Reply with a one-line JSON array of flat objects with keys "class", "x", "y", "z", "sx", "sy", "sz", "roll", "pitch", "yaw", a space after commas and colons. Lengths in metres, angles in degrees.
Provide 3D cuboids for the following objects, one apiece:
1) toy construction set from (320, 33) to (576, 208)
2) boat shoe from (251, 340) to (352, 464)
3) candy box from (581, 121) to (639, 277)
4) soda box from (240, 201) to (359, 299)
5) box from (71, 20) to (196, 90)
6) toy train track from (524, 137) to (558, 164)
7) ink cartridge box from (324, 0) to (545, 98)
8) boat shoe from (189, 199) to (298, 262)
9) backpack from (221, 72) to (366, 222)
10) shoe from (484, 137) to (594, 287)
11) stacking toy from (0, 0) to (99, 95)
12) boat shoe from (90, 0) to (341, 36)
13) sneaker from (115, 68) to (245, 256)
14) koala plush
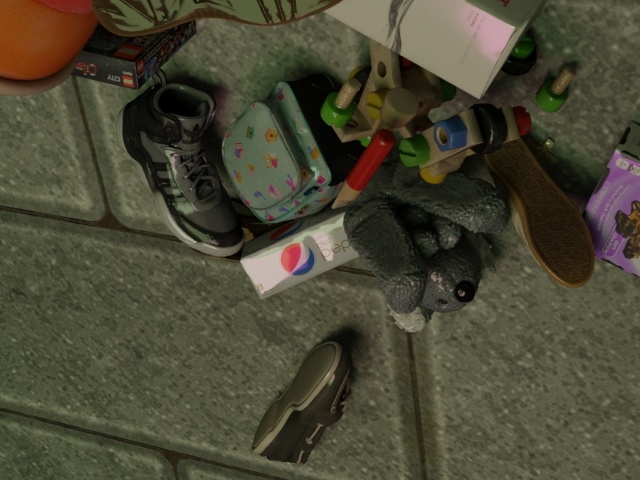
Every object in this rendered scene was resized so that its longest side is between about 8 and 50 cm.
[{"class": "toy construction set", "x": 0.095, "y": -0.137, "z": 1.622, "sx": 0.257, "sy": 0.309, "sz": 0.237, "roll": 41, "pitch": 140, "yaw": 6}, {"class": "boat shoe", "x": -0.006, "y": 0.260, "z": 2.128, "sx": 0.095, "sy": 0.112, "sz": 0.335, "roll": 23, "pitch": 142, "yaw": -12}, {"class": "candy box", "x": 0.428, "y": -0.027, "z": 1.657, "sx": 0.196, "sy": 0.070, "sz": 0.165, "roll": 27, "pitch": 134, "yaw": 10}, {"class": "soda box", "x": 0.000, "y": 0.000, "z": 1.863, "sx": 0.216, "sy": 0.074, "sz": 0.069, "roll": -25, "pitch": 106, "yaw": 12}, {"class": "box", "x": -0.307, "y": -0.281, "z": 1.819, "sx": 0.233, "sy": 0.159, "sz": 0.044, "roll": 14, "pitch": 131, "yaw": 19}, {"class": "toy train track", "x": 0.272, "y": -0.100, "z": 1.730, "sx": 0.048, "sy": 0.014, "sz": 0.083, "roll": 36, "pitch": 135, "yaw": 0}, {"class": "ink cartridge box", "x": 0.114, "y": -0.311, "z": 1.515, "sx": 0.283, "sy": 0.207, "sz": 0.117, "roll": 31, "pitch": 136, "yaw": 6}, {"class": "boat shoe", "x": -0.075, "y": 0.006, "z": 1.959, "sx": 0.257, "sy": 0.095, "sz": 0.095, "roll": 5, "pitch": 127, "yaw": 27}, {"class": "backpack", "x": -0.046, "y": -0.111, "z": 1.810, "sx": 0.166, "sy": 0.144, "sz": 0.188, "roll": 62, "pitch": 146, "yaw": 10}, {"class": "shoe", "x": 0.275, "y": -0.037, "z": 1.689, "sx": 0.219, "sy": 0.076, "sz": 0.058, "roll": 63, "pitch": -179, "yaw": 15}, {"class": "stacking toy", "x": -0.265, "y": -0.407, "z": 1.535, "sx": 0.480, "sy": 0.350, "sz": 0.350, "roll": -26, "pitch": 110, "yaw": 30}, {"class": "boat shoe", "x": -0.097, "y": -0.288, "z": 1.453, "sx": 0.302, "sy": 0.098, "sz": 0.109, "roll": -6, "pitch": 116, "yaw": 21}, {"class": "sneaker", "x": -0.181, "y": -0.110, "z": 1.875, "sx": 0.268, "sy": 0.101, "sz": 0.153, "roll": 55, "pitch": 145, "yaw": 10}, {"class": "koala plush", "x": 0.144, "y": 0.014, "z": 1.762, "sx": 0.203, "sy": 0.196, "sz": 0.221, "roll": 43, "pitch": 172, "yaw": 43}]
